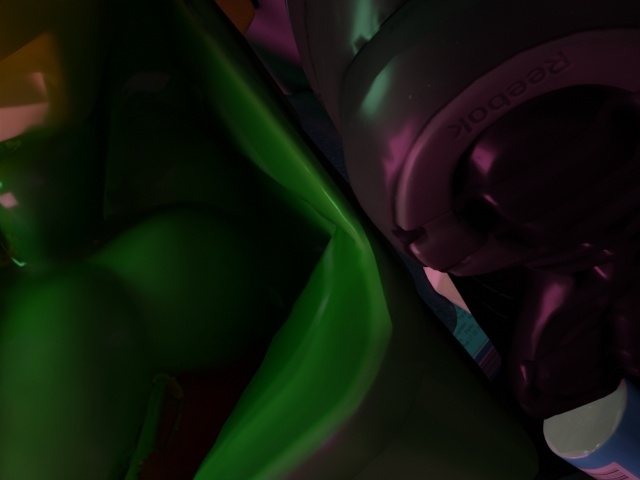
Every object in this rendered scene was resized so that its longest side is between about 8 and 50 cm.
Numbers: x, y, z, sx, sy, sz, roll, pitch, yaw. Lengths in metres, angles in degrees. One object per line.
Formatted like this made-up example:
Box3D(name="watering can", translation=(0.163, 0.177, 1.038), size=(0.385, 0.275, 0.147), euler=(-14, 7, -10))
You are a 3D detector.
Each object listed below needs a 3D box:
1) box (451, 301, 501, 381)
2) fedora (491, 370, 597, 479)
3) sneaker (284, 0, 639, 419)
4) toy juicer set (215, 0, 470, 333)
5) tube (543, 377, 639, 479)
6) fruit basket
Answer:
Box3D(name="box", translation=(0.000, 0.000, 1.126), size=(0.244, 0.060, 0.100), euler=(37, 174, 15))
Box3D(name="fedora", translation=(0.040, 0.162, 1.216), size=(0.334, 0.334, 0.152), euler=(70, 176, -79))
Box3D(name="sneaker", translation=(0.059, -0.033, 0.494), size=(0.106, 0.101, 0.267), euler=(60, -176, 24))
Box3D(name="toy juicer set", translation=(-0.028, -0.027, 0.954), size=(0.329, 0.089, 0.209), euler=(42, 173, -34))
Box3D(name="tube", translation=(0.201, 0.135, 1.041), size=(0.207, 0.052, 0.080), euler=(36, -179, -34))
Box3D(name="fruit basket", translation=(-0.140, -0.038, 0.525), size=(0.392, 0.283, 0.392), euler=(42, -166, -13))
